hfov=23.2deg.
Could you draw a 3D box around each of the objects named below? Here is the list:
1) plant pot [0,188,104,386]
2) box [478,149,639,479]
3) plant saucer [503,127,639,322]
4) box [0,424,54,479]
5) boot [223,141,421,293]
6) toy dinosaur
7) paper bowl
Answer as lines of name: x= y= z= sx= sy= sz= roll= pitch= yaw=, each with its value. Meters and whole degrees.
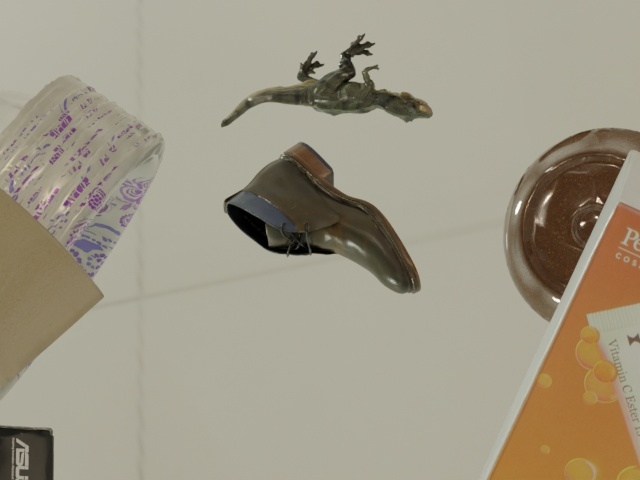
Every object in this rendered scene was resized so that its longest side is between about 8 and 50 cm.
plant pot: x=-0.222 y=0.028 z=0.967 sx=0.109 sy=0.109 sz=0.096 roll=-45 pitch=-65 yaw=-48
box: x=0.244 y=0.144 z=1.108 sx=0.168 sy=0.215 sz=0.345 roll=-46 pitch=-22 yaw=-69
plant saucer: x=0.257 y=-0.010 z=1.437 sx=0.036 sy=0.198 sz=0.198 roll=15 pitch=-118 yaw=-61
box: x=-0.274 y=0.319 z=1.295 sx=0.216 sy=0.060 sz=0.270 roll=127 pitch=144 yaw=-52
boot: x=0.000 y=0.000 z=1.541 sx=0.219 sy=0.106 sz=0.082 roll=45 pitch=157 yaw=34
toy dinosaur: x=0.011 y=-0.196 z=1.962 sx=0.064 sy=0.268 sz=0.118 roll=71 pitch=-156 yaw=-46
paper bowl: x=-0.255 y=-0.001 z=1.196 sx=0.148 sy=0.284 sz=0.284 roll=35 pitch=-167 yaw=-2
